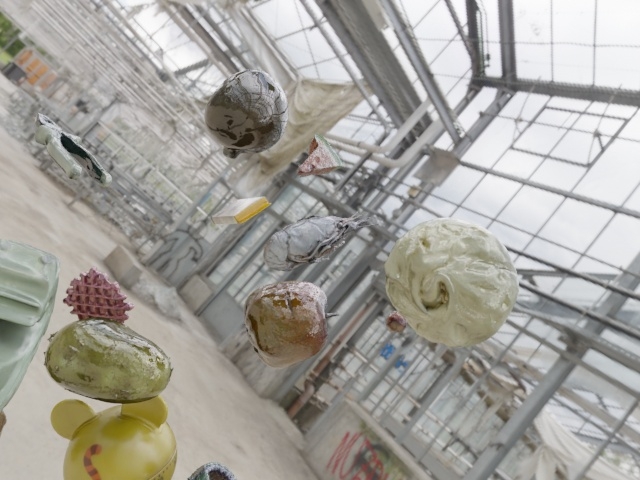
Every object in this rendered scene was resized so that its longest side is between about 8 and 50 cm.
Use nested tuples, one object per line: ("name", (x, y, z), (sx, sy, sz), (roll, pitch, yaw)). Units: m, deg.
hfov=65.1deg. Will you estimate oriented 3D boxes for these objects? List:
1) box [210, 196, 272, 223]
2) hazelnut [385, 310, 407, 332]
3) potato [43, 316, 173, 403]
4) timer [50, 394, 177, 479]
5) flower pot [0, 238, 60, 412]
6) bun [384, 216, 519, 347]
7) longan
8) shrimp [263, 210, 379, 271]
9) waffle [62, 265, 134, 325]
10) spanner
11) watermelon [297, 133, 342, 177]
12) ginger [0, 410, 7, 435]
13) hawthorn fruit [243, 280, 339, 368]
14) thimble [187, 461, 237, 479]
("box", (-0.265, -0.099, 1.647), (0.247, 0.129, 0.033), (1, -57, 57))
("hazelnut", (0.269, 0.290, 1.790), (0.086, 0.086, 0.086), (41, -7, 6))
("potato", (-0.617, 0.352, 1.463), (0.359, 0.219, 0.270), (16, 3, 17))
("timer", (-0.637, 0.656, 1.597), (0.376, 0.376, 0.386), (-159, -124, -71))
("flower pot", (-0.612, 0.186, 0.914), (0.165, 0.254, 0.367), (23, 42, -20))
("bun", (0.173, 0.057, 0.673), (0.183, 0.183, 0.102), (41, 15, 9))
("longan", (-0.231, -0.397, 1.612), (0.243, 0.300, 0.300), (34, -10, 33))
("shrimp", (0.001, -0.003, 1.405), (0.116, 0.343, 0.145), (38, -35, 60))
("waffle", (-0.741, 0.212, 1.678), (0.234, 0.221, 0.055), (48, 20, -7))
("spanner", (-0.541, -0.200, 1.055), (0.325, 0.040, 0.096), (39, 15, 36))
("watermelon", (-0.006, -0.228, 1.558), (0.121, 0.158, 0.098), (30, -33, -11))
("ginger", (-1.066, 0.546, 1.498), (0.201, 0.269, 0.223), (11, 10, -7))
("hawthorn fruit", (-0.087, 0.247, 1.566), (0.268, 0.301, 0.267), (169, -90, -73))
("thimble", (-0.309, 0.715, 1.449), (0.135, 0.090, 0.118), (40, 10, -37))
